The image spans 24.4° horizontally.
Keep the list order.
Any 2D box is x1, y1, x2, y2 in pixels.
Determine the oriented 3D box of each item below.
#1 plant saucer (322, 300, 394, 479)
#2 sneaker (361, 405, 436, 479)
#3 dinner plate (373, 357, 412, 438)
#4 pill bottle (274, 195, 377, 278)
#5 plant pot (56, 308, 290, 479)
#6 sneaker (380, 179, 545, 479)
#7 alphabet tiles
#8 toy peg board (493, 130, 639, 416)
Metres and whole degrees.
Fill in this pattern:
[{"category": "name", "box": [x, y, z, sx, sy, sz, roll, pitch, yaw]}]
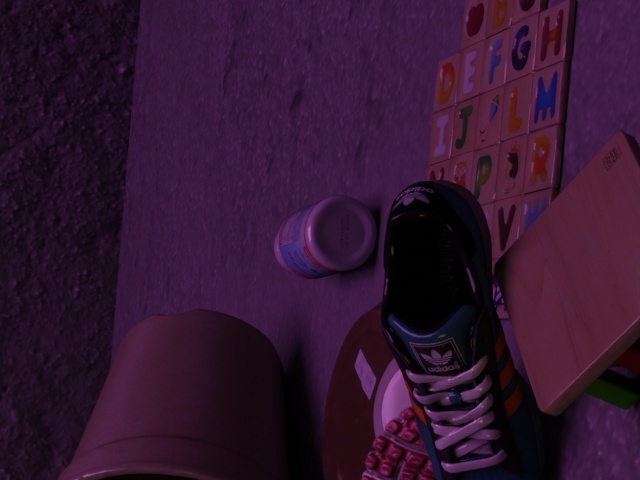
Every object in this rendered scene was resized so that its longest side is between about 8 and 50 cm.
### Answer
[{"category": "plant saucer", "box": [0.059, 0.192, 1.565, 0.278, 0.041, 0.278, -171, 90, -72]}, {"category": "sneaker", "box": [0.089, 0.246, 1.355, 0.112, 0.121, 0.299, -22, -33, -59]}, {"category": "dinner plate", "box": [0.097, 0.162, 1.422, 0.141, 0.017, 0.141, -16, 68, 44]}, {"category": "pill bottle", "box": [0.000, 0.000, 1.748, 0.160, 0.087, 0.087, 159, 118, -69]}, {"category": "plant pot", "box": [-0.166, 0.266, 1.829, 0.305, 0.334, 0.334, -84, 15, -47]}, {"category": "sneaker", "box": [0.105, 0.102, 1.205, 0.121, 0.108, 0.302, -18, -87, -70]}, {"category": "alphabet tiles", "box": [0.163, -0.091, 1.429, 0.285, 0.011, 0.343, 167, 111, -70]}, {"category": "toy peg board", "box": [0.226, 0.033, 1.119, 0.161, 0.079, 0.161, -50, 32, 30]}]
